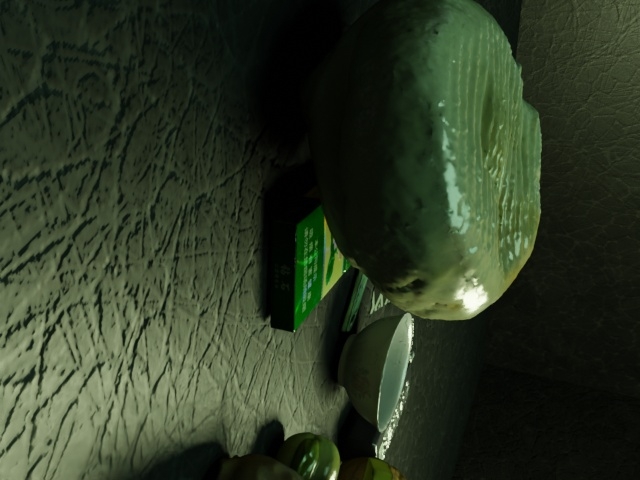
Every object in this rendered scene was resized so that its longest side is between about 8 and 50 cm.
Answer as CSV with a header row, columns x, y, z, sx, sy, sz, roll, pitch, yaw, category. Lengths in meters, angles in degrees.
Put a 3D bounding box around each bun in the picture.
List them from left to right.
x,y,z,sx,sy,sz,roll,pitch,yaw,category
0.103,-0.094,0.855,0.365,0.219,0.365,15,72,-58,bun

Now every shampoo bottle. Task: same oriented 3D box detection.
x,y,z,sx,sy,sz,roll,pitch,yaw,category
0.116,0.290,1.397,0.309,0.071,0.098,-52,147,-55,shampoo bottle

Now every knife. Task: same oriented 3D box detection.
x,y,z,sx,sy,sz,roll,pitch,yaw,category
0.080,0.010,1.212,0.043,0.020,0.293,68,37,-62,knife

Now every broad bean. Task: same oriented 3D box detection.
x,y,z,sx,sy,sz,roll,pitch,yaw,category
-0.020,0.323,0.982,0.124,0.082,0.174,-47,142,-62,broad bean

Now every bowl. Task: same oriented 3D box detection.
x,y,z,sx,sy,sz,roll,pitch,yaw,category
0.079,0.194,1.208,0.189,0.086,0.189,12,90,-72,bowl

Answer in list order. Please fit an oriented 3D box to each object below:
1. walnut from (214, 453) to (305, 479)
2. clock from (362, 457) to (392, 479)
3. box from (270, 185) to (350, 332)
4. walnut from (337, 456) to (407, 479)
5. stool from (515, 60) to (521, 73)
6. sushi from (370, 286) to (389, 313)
x,y,z,sx,sy,sz,roll,pitch,yaw,category
-0.064,0.357,0.786,0.204,0.141,0.238,-47,141,-51,walnut
0.020,0.407,0.860,0.277,0.071,0.293,-159,-93,-83,clock
0.000,0.000,0.934,0.235,0.034,0.132,-44,140,-62,box
0.067,0.436,1.195,0.167,0.167,0.207,75,31,-53,walnut
0.179,-0.154,1.133,0.195,0.199,0.195,60,45,-61,stool
0.156,0.009,1.399,0.220,0.047,0.231,-15,114,-71,sushi
